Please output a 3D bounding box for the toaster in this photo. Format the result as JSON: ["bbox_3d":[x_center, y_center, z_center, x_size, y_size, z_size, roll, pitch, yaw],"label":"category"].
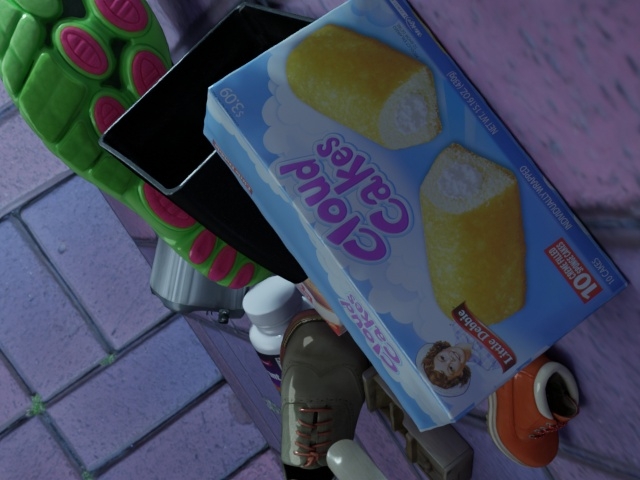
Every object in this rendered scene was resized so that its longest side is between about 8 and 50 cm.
[{"bbox_3d":[-0.170,0.026,1.405,0.227,0.129,0.147,-157,75,-69],"label":"toaster"}]

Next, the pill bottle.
[{"bbox_3d":[-0.037,0.148,1.382,0.108,0.108,0.193,34,153,54],"label":"pill bottle"}]

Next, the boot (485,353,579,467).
[{"bbox_3d":[0.184,0.147,0.818,0.084,0.059,0.158,28,148,50],"label":"boot"}]

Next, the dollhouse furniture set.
[{"bbox_3d":[0.041,0.288,1.184,0.161,0.242,0.212,47,162,29],"label":"dollhouse furniture set"}]

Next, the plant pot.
[{"bbox_3d":[-0.048,-0.073,0.843,0.167,0.188,0.187,51,169,-33],"label":"plant pot"}]

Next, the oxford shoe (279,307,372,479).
[{"bbox_3d":[0.004,0.229,1.271,0.348,0.123,0.130,90,-176,-46],"label":"oxford shoe"}]

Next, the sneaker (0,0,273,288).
[{"bbox_3d":[-0.213,-0.134,1.119,0.483,0.185,0.202,55,172,-33],"label":"sneaker"}]

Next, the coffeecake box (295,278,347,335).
[{"bbox_3d":[0.000,0.000,1.037,0.142,0.068,0.185,48,164,22],"label":"coffeecake box"}]

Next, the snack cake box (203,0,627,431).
[{"bbox_3d":[0.056,-0.023,0.657,0.264,0.152,0.089,53,164,7],"label":"snack cake box"}]
